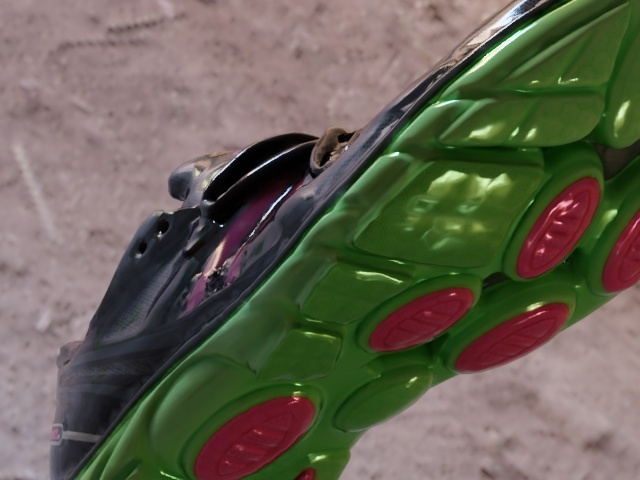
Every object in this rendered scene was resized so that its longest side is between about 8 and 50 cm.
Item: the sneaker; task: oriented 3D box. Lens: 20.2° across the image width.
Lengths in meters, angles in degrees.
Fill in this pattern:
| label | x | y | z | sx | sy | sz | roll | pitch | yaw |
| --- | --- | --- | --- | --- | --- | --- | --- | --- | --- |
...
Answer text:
| label | x | y | z | sx | sy | sz | roll | pitch | yaw |
| --- | --- | --- | --- | --- | --- | --- | --- | --- | --- |
| sneaker | 0.000 | 0.000 | 0.939 | 0.185 | 0.483 | 0.202 | 23 | 38 | -42 |
